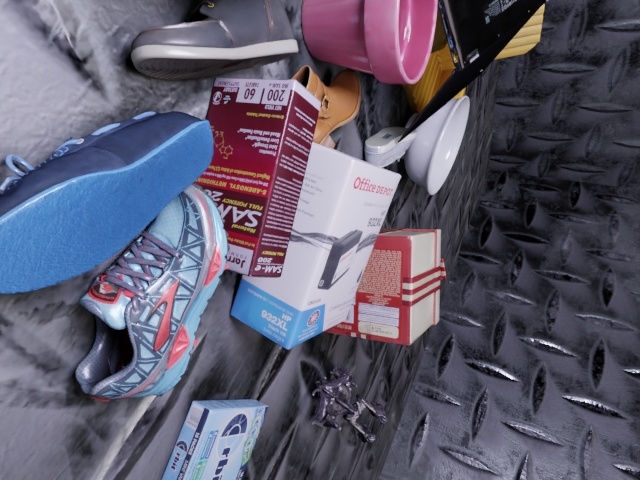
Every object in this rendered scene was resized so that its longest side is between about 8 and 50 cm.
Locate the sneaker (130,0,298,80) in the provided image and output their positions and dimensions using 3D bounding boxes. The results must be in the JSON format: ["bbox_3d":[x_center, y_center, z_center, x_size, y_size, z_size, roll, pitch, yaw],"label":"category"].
[{"bbox_3d":[-0.128,-0.258,0.457,0.222,0.083,0.118,-34,113,-44],"label":"sneaker"}]

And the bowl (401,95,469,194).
[{"bbox_3d":[0.328,-0.297,1.207,0.298,0.134,0.297,-46,149,-39],"label":"bowl"}]

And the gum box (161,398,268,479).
[{"bbox_3d":[-0.175,0.354,0.678,0.184,0.041,0.156,40,67,-60],"label":"gum box"}]

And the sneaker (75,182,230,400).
[{"bbox_3d":[-0.188,0.056,0.442,0.125,0.104,0.261,14,89,-61],"label":"sneaker"}]

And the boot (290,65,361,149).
[{"bbox_3d":[0.003,-0.251,0.694,0.152,0.073,0.197,42,65,-60],"label":"boot"}]

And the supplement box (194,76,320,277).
[{"bbox_3d":[-0.095,-0.082,0.524,0.073,0.130,0.239,10,93,-63],"label":"supplement box"}]

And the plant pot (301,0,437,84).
[{"bbox_3d":[0.078,-0.366,0.661,0.201,0.180,0.201,-36,133,-51],"label":"plant pot"}]

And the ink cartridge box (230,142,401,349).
[{"bbox_3d":[0.000,0.000,0.694,0.223,0.129,0.307,-4,116,-61],"label":"ink cartridge box"}]

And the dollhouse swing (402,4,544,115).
[{"bbox_3d":[0.437,-0.526,1.144,0.347,0.305,0.314,36,70,-62],"label":"dollhouse swing"}]

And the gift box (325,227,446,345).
[{"bbox_3d":[0.133,0.104,0.927,0.258,0.255,0.276,-9,105,-59],"label":"gift box"}]

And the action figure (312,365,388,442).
[{"bbox_3d":[0.052,0.427,1.055,0.275,0.141,0.164,46,67,-29],"label":"action figure"}]

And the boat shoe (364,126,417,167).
[{"bbox_3d":[0.180,-0.241,1.047,0.227,0.079,0.081,-35,139,-44],"label":"boat shoe"}]

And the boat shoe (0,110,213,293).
[{"bbox_3d":[-0.208,-0.048,0.378,0.258,0.089,0.109,-50,157,-50],"label":"boat shoe"}]

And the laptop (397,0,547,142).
[{"bbox_3d":[0.301,-0.490,0.871,0.382,0.236,0.407,-42,121,-23],"label":"laptop"}]
